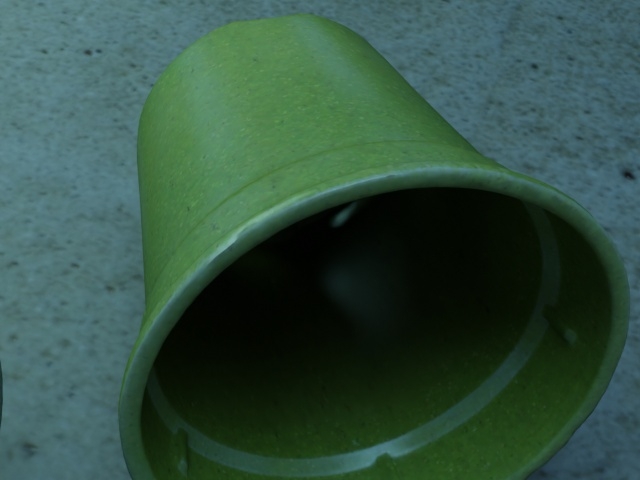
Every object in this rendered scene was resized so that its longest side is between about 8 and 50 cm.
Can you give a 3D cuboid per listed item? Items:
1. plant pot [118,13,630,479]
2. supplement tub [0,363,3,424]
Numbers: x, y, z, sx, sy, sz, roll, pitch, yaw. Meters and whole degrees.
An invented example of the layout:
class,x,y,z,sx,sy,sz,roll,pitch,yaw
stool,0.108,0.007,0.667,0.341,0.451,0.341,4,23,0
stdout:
class,x,y,z,sx,sy,sz,roll,pitch,yaw
plant pot,0.000,0.000,0.719,0.276,0.276,0.254,-8,40,-14
supplement tub,-0.349,0.095,0.586,0.324,0.235,0.235,16,50,7
